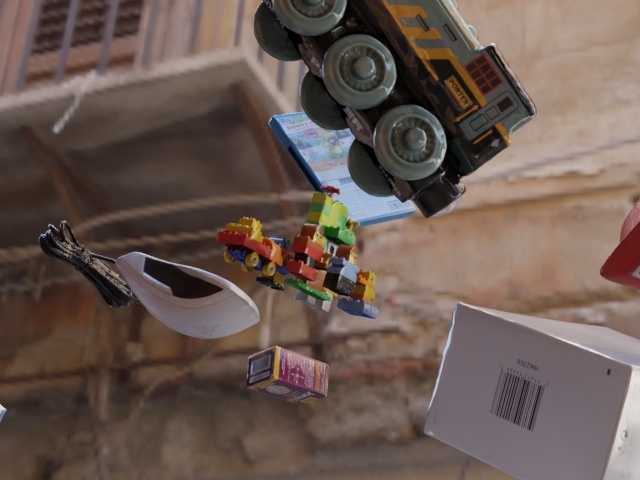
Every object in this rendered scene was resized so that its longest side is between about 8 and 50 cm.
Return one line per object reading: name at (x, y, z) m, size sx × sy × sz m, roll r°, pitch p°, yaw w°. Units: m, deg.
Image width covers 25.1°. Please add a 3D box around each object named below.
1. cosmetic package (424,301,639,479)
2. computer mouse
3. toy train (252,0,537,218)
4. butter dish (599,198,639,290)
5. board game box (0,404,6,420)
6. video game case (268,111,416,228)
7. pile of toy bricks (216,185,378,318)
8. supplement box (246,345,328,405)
cosmetic package at (0.261, 0.161, 1.343) m, size 0.224 × 0.138 × 0.224 m, roll 9°, pitch 6°, yaw -38°
computer mouse at (-0.135, 0.042, 1.152) m, size 0.193 × 0.042 × 0.106 m, roll 15°, pitch -26°, yaw 35°
toy train at (0.072, -0.190, 1.480) m, size 0.190 × 0.334 × 0.142 m, roll -34°, pitch 0°, yaw -17°
butter dish at (0.411, -0.019, 1.621) m, size 0.160 × 0.118 × 0.160 m, roll 17°, pitch -46°, yaw -19°
board game box at (-0.456, 0.079, 1.118) m, size 0.308 × 0.302 × 0.086 m, roll 7°, pitch -62°, yaw -58°
video game case at (0.026, -0.086, 1.679) m, size 0.119 × 0.166 × 0.015 m, roll -12°, pitch -31°, yaw -43°
pile of toy bricks at (0.000, 0.000, 1.386) m, size 0.118 × 0.105 × 0.212 m, roll 8°, pitch -12°, yaw 31°
supplement box at (-0.039, 0.162, 1.713) m, size 0.083 × 0.043 × 0.055 m, roll 22°, pitch -32°, yaw -33°
